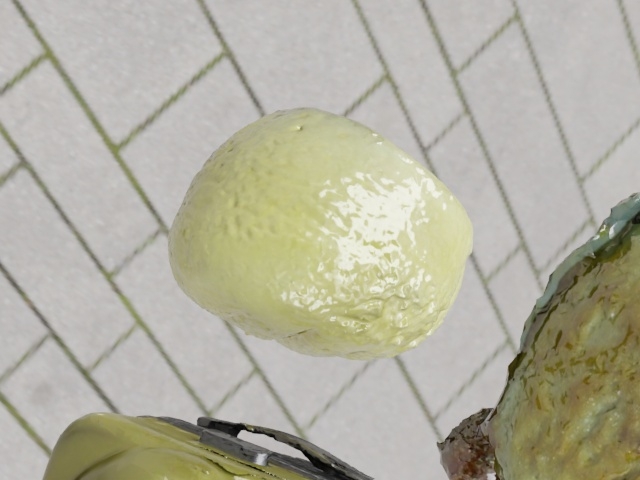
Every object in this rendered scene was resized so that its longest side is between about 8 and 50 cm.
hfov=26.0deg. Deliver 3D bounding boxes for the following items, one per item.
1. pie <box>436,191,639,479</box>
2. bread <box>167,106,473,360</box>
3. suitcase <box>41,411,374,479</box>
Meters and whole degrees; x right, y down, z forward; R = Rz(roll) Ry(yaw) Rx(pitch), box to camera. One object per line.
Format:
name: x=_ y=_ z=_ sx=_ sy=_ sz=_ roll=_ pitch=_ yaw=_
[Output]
pie: x=0.305 y=0.173 z=1.021 sx=0.180 sy=0.418 sz=0.395 roll=15 pitch=116 yaw=-39
bread: x=-0.006 y=0.010 z=1.483 sx=0.237 sy=0.320 sz=0.320 roll=-56 pitch=135 yaw=-14
suitcase: x=-0.065 y=0.204 z=0.671 sx=0.143 sy=0.193 sz=0.235 roll=22 pitch=84 yaw=-55
